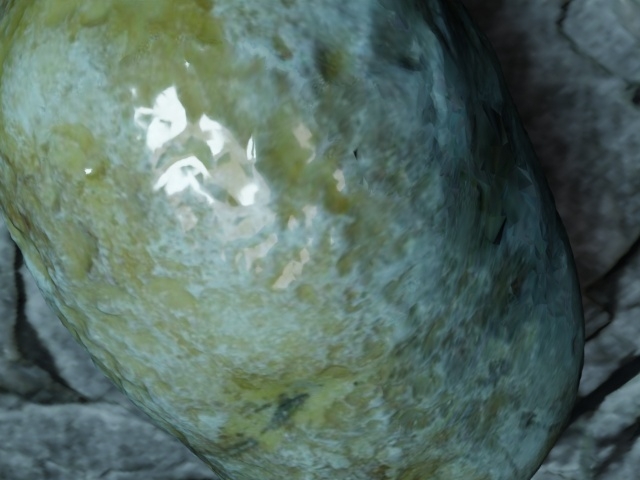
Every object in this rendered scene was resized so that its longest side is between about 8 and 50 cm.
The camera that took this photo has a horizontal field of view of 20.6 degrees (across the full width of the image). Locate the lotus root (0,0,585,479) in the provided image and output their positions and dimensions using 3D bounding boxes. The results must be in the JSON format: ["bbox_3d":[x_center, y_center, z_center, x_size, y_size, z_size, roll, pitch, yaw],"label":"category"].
[{"bbox_3d":[0.002,0.001,0.611,0.175,0.175,0.349,-22,132,16],"label":"lotus root"}]
